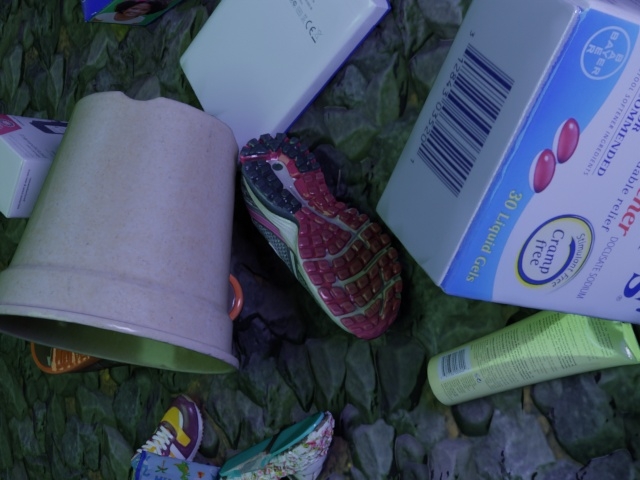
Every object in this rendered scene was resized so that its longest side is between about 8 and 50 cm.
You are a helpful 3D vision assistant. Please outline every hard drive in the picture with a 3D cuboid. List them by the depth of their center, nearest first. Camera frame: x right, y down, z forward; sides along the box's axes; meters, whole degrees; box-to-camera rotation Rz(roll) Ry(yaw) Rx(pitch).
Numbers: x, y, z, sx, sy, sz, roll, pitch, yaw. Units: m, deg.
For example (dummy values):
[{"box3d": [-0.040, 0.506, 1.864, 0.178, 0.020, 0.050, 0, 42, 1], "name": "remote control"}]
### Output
[{"box3d": [-0.058, -0.273, 1.396, 0.319, 0.040, 0.210, -46, 61, 36], "name": "hard drive"}]

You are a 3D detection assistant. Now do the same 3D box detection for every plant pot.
[{"box3d": [-0.240, -0.011, 1.349, 0.334, 0.334, 0.305, -5, 69, 45], "name": "plant pot"}]

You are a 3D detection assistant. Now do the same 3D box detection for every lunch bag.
[{"box3d": [-0.218, 0.395, 1.519, 0.096, 0.128, 0.151, -79, 4, -56], "name": "lunch bag"}]

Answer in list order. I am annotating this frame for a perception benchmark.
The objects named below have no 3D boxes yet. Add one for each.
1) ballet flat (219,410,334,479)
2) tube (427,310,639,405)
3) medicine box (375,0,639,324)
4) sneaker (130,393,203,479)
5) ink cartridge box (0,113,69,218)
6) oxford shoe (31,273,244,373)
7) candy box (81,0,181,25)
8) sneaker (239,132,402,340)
[{"box3d": [-0.044, 0.294, 1.397, 0.077, 0.091, 0.241, 49, 135, -6], "name": "ballet flat"}, {"box3d": [0.227, 0.121, 1.130, 0.240, 0.062, 0.070, -27, 117, 37], "name": "tube"}, {"box3d": [0.241, -0.080, 0.924, 0.263, 0.289, 0.149, -67, 31, 24], "name": "medicine box"}, {"box3d": [-0.237, 0.317, 1.570, 0.069, 0.084, 0.185, 33, 115, 39], "name": "sneaker"}, {"box3d": [-0.400, -0.111, 1.604, 0.172, 0.237, 0.100, 38, 114, 37], "name": "ink cartridge box"}, {"box3d": [-0.255, 0.118, 1.565, 0.363, 0.132, 0.130, -14, 74, 26], "name": "oxford shoe"}, {"box3d": [-0.241, -0.489, 1.491, 0.317, 0.122, 0.268, -19, 82, 49], "name": "candy box"}, {"box3d": [0.000, 0.000, 1.318, 0.299, 0.121, 0.112, 57, 157, 25], "name": "sneaker"}]
